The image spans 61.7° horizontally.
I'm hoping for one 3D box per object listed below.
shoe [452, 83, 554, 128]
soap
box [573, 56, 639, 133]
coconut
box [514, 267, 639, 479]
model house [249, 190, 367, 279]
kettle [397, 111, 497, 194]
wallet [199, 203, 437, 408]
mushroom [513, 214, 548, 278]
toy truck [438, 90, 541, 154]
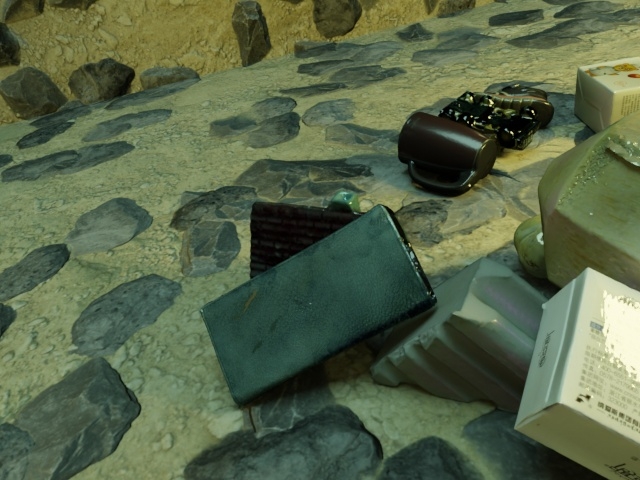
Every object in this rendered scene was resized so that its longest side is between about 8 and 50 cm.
[{"bbox_3d":[0.535,-0.405,1.576,0.291,0.114,0.137,9,44,24],"label":"shoe"},{"bbox_3d":[0.273,0.197,0.852,0.302,0.258,0.159,38,44,-5],"label":"soap"},{"bbox_3d":[0.892,-0.394,1.425,0.341,0.143,0.225,-10,34,5],"label":"box"},{"bbox_3d":[0.495,-0.029,0.800,0.353,0.352,0.352,-8,34,6],"label":"coconut"},{"bbox_3d":[0.401,0.190,0.643,0.274,0.116,0.203,27,55,7],"label":"box"},{"bbox_3d":[0.000,0.000,1.037,0.280,0.249,0.230,8,38,26],"label":"model house"},{"bbox_3d":[0.316,-0.218,1.364,0.232,0.144,0.202,27,70,40],"label":"kettle"},{"bbox_3d":[-0.013,0.107,0.875,0.379,0.046,0.190,-30,70,14],"label":"wallet"},{"bbox_3d":[0.434,0.013,1.005,0.148,0.112,0.148,-7,37,5],"label":"mushroom"},{"bbox_3d":[0.452,-0.305,1.452,0.127,0.127,0.257,-39,43,-25],"label":"toy truck"}]
